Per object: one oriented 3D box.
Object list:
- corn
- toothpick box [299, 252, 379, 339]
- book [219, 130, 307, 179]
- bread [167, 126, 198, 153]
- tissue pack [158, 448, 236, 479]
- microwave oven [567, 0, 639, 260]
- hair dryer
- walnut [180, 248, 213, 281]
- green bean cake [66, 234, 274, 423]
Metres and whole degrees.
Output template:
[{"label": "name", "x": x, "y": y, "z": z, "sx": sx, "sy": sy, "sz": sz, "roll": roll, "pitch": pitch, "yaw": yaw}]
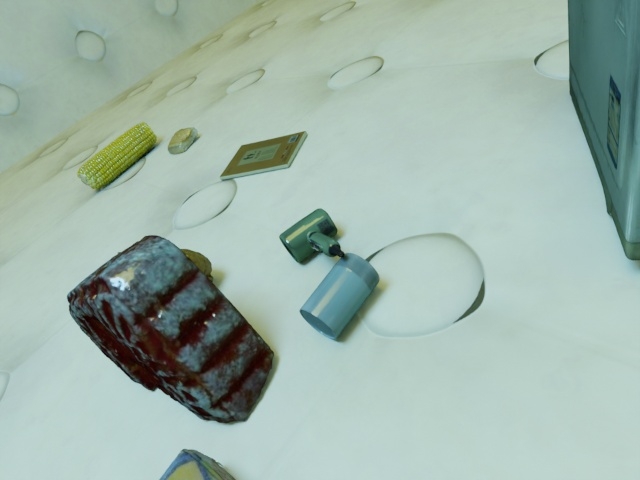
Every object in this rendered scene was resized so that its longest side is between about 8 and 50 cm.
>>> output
[{"label": "corn", "x": -0.577, "y": -0.244, "z": 1.150, "sx": 0.081, "sy": 0.081, "sz": 0.248, "roll": 13, "pitch": 53, "yaw": 41}, {"label": "toothpick box", "x": 0.022, "y": 0.060, "z": 0.439, "sx": 0.052, "sy": 0.052, "sz": 0.083, "roll": 18, "pitch": 58, "yaw": 44}, {"label": "book", "x": -0.119, "y": -0.177, "z": 0.834, "sx": 0.172, "sy": 0.012, "sz": 0.118, "roll": -4, "pitch": 44, "yaw": 29}, {"label": "bread", "x": -0.377, "y": -0.273, "z": 1.094, "sx": 0.070, "sy": 0.035, "sz": 0.083, "roll": 0, "pitch": 53, "yaw": 34}, {"label": "tissue pack", "x": -0.080, "y": 0.241, "z": 0.291, "sx": 0.148, "sy": 0.060, "sz": 0.108, "roll": 12, "pitch": 54, "yaw": 39}, {"label": "microwave oven", "x": 0.355, "y": -0.198, "z": 0.339, "sx": 0.218, "sy": 0.286, "sz": 0.355, "roll": -5, "pitch": 39, "yaw": 27}, {"label": "hair dryer", "x": 0.000, "y": 0.000, "z": 0.496, "sx": 0.071, "sy": 0.047, "sz": 0.150, "roll": -38, "pitch": 18, "yaw": -9}, {"label": "walnut", "x": -0.201, "y": 0.052, "z": 0.574, "sx": 0.096, "sy": 0.082, "sz": 0.079, "roll": -4, "pitch": 72, "yaw": 26}, {"label": "green bean cake", "x": -0.188, "y": 0.103, "z": 0.465, "sx": 0.232, "sy": 0.198, "sz": 0.097, "roll": -12, "pitch": 29, "yaw": 46}]
